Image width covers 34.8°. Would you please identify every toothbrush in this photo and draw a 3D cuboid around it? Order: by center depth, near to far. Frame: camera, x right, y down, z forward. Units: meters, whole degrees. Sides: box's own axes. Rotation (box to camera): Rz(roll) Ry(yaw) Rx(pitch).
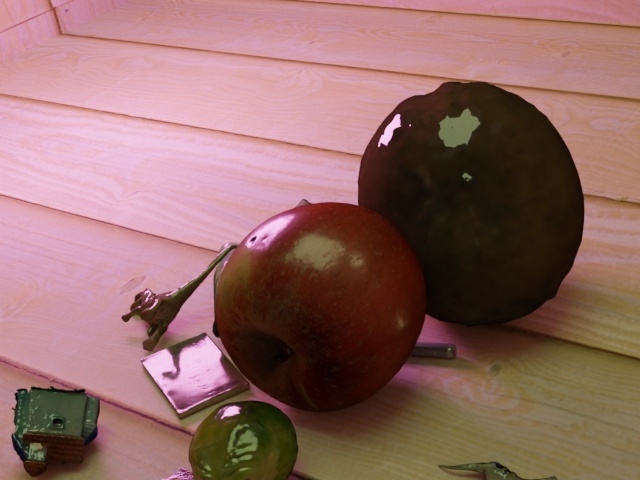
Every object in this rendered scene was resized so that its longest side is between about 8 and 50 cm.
[{"bbox_3d":[0.077,0.186,1.840,0.342,0.025,0.030,3,30,22],"label":"toothbrush"}]

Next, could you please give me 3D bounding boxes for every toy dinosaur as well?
[{"bbox_3d":[0.256,0.348,1.504,0.180,0.037,0.058,12,12,20],"label":"toy dinosaur"},{"bbox_3d":[-0.289,0.106,1.971,0.251,0.072,0.200,-37,18,28],"label":"toy dinosaur"}]

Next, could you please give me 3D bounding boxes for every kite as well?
[{"bbox_3d":[-0.236,0.376,1.624,0.078,0.002,0.044,3,32,20],"label":"kite"}]

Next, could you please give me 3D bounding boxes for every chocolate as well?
[{"bbox_3d":[-0.164,0.090,2.002,0.110,0.110,0.291,-11,28,-4],"label":"chocolate"}]

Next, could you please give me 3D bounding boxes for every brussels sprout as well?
[{"bbox_3d":[-0.115,0.323,1.544,0.161,0.144,0.181,6,51,-13],"label":"brussels sprout"}]

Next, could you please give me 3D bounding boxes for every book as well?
[{"bbox_3d":[-0.229,0.239,1.841,0.138,0.016,0.198,-22,33,-21],"label":"book"}]

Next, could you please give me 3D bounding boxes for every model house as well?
[{"bbox_3d":[-0.445,0.330,1.679,0.148,0.119,0.149,10,53,-11],"label":"model house"}]

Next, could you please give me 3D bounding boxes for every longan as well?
[{"bbox_3d":[0.268,-0.063,1.840,0.404,0.436,0.404,-18,-5,-2],"label":"longan"}]

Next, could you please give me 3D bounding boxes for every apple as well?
[{"bbox_3d":[0.004,0.106,1.675,0.348,0.348,0.277,11,41,31],"label":"apple"}]

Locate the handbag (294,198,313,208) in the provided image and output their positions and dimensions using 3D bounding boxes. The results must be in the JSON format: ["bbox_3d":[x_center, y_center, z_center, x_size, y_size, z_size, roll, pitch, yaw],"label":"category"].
[{"bbox_3d":[0.000,0.000,2.072,0.235,0.127,0.213,17,37,28],"label":"handbag"}]
